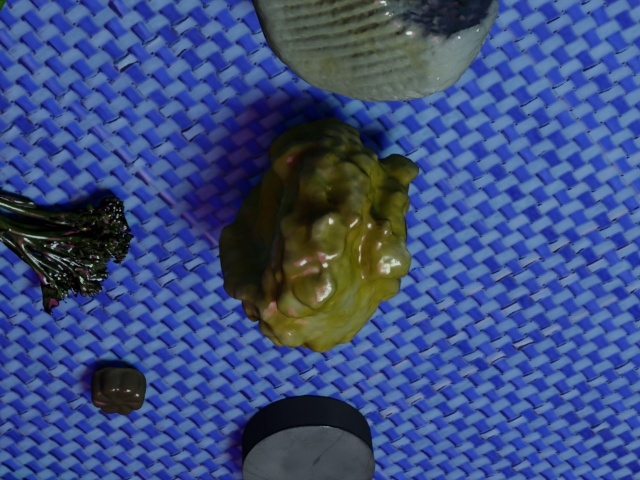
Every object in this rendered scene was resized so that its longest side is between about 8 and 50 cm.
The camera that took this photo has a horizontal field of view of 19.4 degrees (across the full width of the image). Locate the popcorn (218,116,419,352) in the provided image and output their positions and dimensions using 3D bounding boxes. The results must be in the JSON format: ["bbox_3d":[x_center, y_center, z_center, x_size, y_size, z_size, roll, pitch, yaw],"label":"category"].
[{"bbox_3d":[0.006,0.001,1.592,0.155,0.198,0.198,24,126,-15],"label":"popcorn"}]

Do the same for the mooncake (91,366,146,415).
[{"bbox_3d":[-0.180,0.255,1.905,0.150,0.057,0.347,-11,127,23],"label":"mooncake"}]

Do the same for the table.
[{"bbox_3d":[-0.013,0.215,1.882,0.133,0.043,0.133,-2,133,-3],"label":"table"}]

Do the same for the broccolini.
[{"bbox_3d":[-0.259,-0.048,1.619,0.123,0.062,0.271,-30,126,9],"label":"broccolini"}]

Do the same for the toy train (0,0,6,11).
[{"bbox_3d":[-0.225,-0.257,1.431,0.044,0.042,0.209,20,128,-22],"label":"toy train"}]

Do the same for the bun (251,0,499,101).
[{"bbox_3d":[0.043,-0.211,1.439,0.203,0.126,0.213,10,135,21],"label":"bun"}]
